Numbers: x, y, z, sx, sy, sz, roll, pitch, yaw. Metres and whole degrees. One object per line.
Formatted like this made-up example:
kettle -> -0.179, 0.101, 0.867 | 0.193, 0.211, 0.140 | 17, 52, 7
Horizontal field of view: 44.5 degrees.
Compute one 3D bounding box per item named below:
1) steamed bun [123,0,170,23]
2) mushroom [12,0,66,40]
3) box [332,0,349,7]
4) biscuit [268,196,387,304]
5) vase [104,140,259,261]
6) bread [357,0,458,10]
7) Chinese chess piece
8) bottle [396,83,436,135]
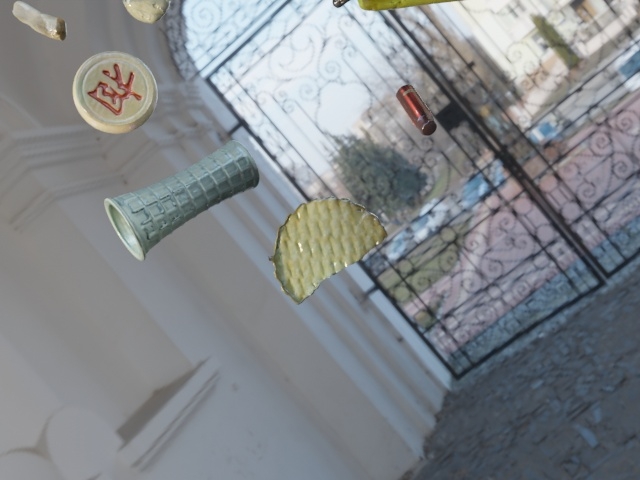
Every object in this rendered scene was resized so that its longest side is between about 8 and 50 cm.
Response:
steamed bun -> -0.484, -0.665, 2.154 | 0.112, 0.130, 0.091 | -48, 22, 10
mushroom -> -0.730, -0.572, 2.031 | 0.054, 0.202, 0.059 | -16, -52, -54
box -> 0.085, -0.677, 2.073 | 0.125, 0.027, 0.126 | -27, 34, 29
biscuit -> 0.000, 0.000, 1.771 | 0.274, 0.187, 0.036 | -34, 4, 4
vase -> -0.273, -0.092, 1.599 | 0.299, 0.143, 0.143 | -32, -2, -22
bread -> 0.233, -0.669, 1.792 | 0.377, 0.208, 0.251 | -9, -41, -5
Chinese chess piece -> -0.304, -0.219, 1.160 | 0.122, 0.122, 0.051 | -41, 4, -11
bottle -> 0.256, -0.342, 2.075 | 0.060, 0.164, 0.060 | -15, -40, -13
